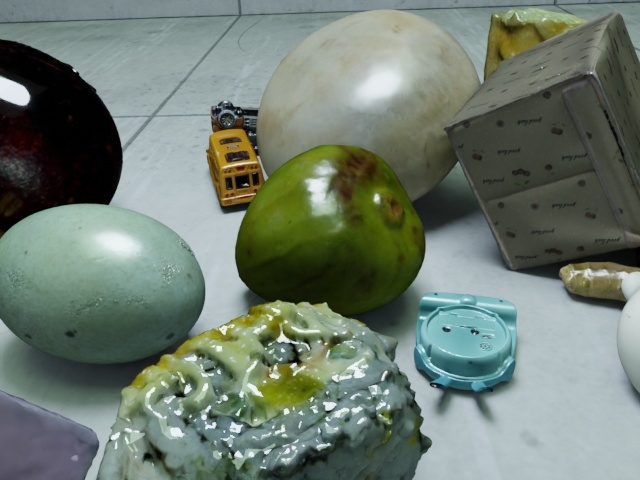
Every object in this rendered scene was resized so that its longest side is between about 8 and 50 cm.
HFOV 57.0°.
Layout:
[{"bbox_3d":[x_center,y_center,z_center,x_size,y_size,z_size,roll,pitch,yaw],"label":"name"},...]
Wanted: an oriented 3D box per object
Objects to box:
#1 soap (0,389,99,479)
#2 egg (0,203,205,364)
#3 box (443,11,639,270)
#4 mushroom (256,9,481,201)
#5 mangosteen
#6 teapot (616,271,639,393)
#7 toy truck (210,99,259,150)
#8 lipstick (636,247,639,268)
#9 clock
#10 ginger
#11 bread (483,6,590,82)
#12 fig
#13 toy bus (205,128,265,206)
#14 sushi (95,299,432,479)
[{"bbox_3d":[-0.340,0.100,0.371,0.296,0.285,0.107,-2,59,42],"label":"soap"},{"bbox_3d":[-0.237,0.046,0.632,0.236,0.169,0.169,10,32,8],"label":"egg"},{"bbox_3d":[0.331,-0.137,0.790,0.190,0.225,0.297,-18,19,38],"label":"box"},{"bbox_3d":[0.080,-0.181,0.945,0.361,0.295,0.363,-14,52,18],"label":"mushroom"},{"bbox_3d":[-0.451,-0.103,0.818,0.306,0.307,0.347,18,65,31],"label":"mangosteen"},{"bbox_3d":[0.358,0.103,0.540,0.145,0.092,0.226,-37,54,16],"label":"teapot"},{"bbox_3d":[-0.119,-0.219,1.159,0.191,0.092,0.083,0,30,-12],"label":"toy truck"},{"bbox_3d":[0.498,-0.059,0.849,0.079,0.076,0.371,8,32,21],"label":"lipstick"},{"bbox_3d":[0.150,0.112,0.614,0.107,0.045,0.147,4,31,14],"label":"clock"},{"bbox_3d":[0.395,0.076,0.632,0.089,0.075,0.288,2,17,-40],"label":"ginger"},{"bbox_3d":[0.399,-0.298,1.093,0.195,0.252,0.238,19,33,29],"label":"bread"},{"bbox_3d":[0.000,0.000,0.702,0.225,0.203,0.203,-29,14,35],"label":"fig"},{"bbox_3d":[-0.147,-0.131,1.007,0.083,0.088,0.194,-11,32,-12],"label":"toy bus"},{"bbox_3d":[-0.042,0.153,0.466,0.274,0.140,0.184,-23,34,-29],"label":"sushi"}]
